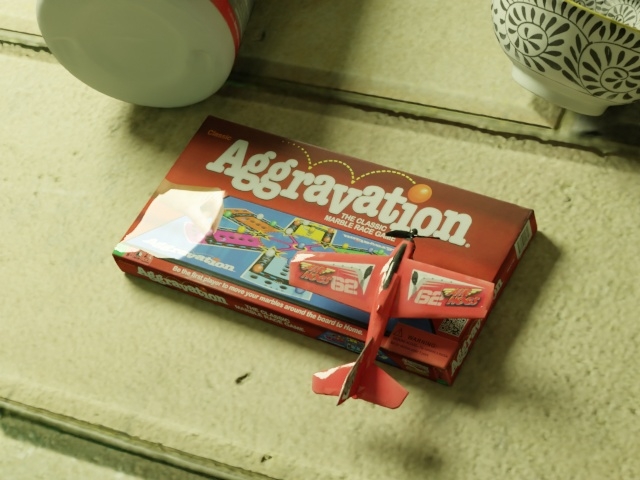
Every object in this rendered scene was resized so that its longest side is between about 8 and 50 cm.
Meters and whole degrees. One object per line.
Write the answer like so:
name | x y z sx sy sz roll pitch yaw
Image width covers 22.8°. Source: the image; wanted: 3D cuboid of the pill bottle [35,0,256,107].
pill bottle | -0.114 -0.263 1.302 0.161 0.161 0.283 3 55 18

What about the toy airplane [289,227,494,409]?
toy airplane | 0.042 0.054 1.066 0.151 0.028 0.151 -9 52 12

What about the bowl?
bowl | 0.188 -0.142 1.158 0.170 0.170 0.080 37 114 35

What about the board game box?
board game box | 0.000 0.000 1.155 0.281 0.027 0.145 17 59 27
